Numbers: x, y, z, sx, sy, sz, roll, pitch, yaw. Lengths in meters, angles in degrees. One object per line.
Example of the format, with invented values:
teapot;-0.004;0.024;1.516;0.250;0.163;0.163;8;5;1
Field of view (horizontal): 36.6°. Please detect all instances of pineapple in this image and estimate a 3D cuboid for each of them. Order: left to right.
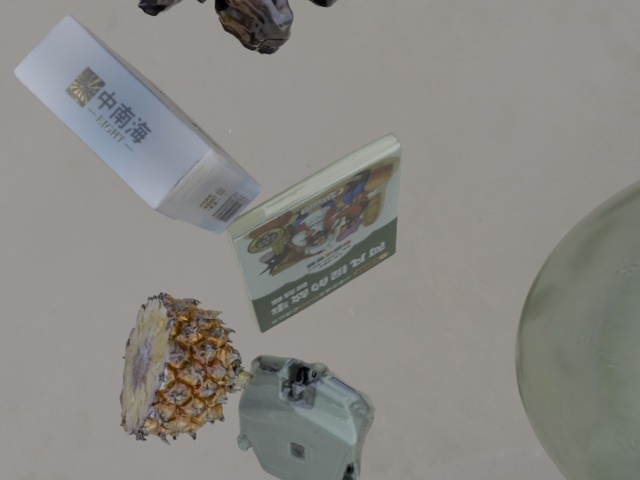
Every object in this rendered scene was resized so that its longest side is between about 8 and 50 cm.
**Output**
pineapple;-0.140;0.149;1.098;0.136;0.176;0.161;15;104;-24

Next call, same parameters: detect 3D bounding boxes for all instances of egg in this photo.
egg;0.231;0.060;0.466;0.269;0.219;0.219;-5;97;11

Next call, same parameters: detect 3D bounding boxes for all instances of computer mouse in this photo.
computer mouse;-0.018;0.298;1.667;0.228;0.429;0.145;19;58;11

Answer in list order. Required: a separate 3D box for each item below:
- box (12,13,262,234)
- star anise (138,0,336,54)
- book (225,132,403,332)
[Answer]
box;-0.140;-0.086;0.812;0.155;0.243;0.067;42;91;8
star anise;-0.074;-0.219;0.663;0.223;0.236;0.109;15;138;-14
book;0.000;0.000;1.082;0.202;0.264;0.027;-31;67;-12
